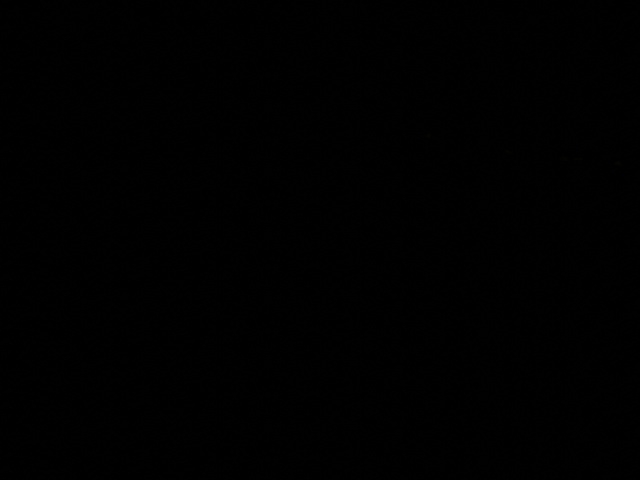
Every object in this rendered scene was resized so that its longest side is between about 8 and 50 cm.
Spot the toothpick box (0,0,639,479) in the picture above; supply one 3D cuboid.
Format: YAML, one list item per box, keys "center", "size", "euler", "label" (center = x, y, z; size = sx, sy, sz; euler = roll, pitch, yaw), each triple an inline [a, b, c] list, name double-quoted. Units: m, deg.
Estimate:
- center: [0.008, -0.055, 0.221]
  size: [0.409, 0.425, 0.408]
  euler: [13, 125, 19]
  label: "toothpick box"
